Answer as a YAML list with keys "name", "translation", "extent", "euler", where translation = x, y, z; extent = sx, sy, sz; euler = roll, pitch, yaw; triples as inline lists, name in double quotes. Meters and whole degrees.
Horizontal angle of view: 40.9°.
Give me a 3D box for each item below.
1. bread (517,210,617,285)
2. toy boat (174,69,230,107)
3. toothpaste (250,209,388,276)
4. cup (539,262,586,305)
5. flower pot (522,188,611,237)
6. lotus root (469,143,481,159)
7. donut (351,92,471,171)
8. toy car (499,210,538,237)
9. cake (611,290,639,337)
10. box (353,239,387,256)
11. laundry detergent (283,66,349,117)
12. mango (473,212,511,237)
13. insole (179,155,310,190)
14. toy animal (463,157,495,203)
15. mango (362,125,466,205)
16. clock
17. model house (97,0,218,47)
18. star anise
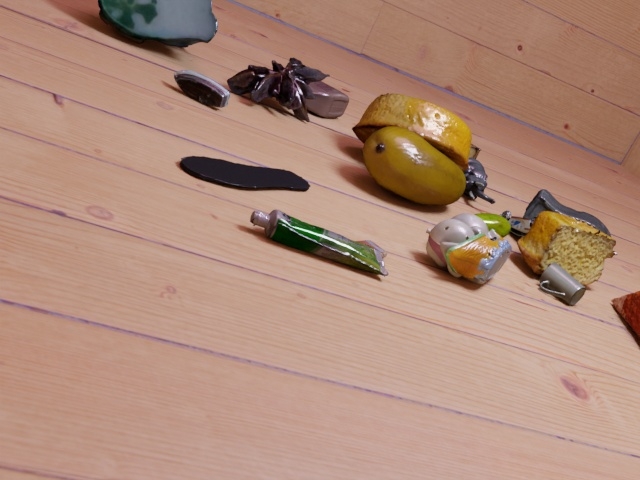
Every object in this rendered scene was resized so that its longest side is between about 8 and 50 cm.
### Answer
- name: "bread"
  translation: [0.535, 0.009, 1.903]
  extent: [0.229, 0.143, 0.139]
  euler: [14, 23, -36]
- name: "toy boat"
  translation: [-0.268, -0.349, 1.943]
  extent: [0.140, 0.059, 0.066]
  euler: [25, 32, 1]
- name: "toothpaste"
  translation: [0.000, 0.000, 1.410]
  extent: [0.248, 0.047, 0.078]
  euler: [20, 27, -21]
- name: "cup"
  translation: [0.498, 0.091, 1.781]
  extent: [0.075, 0.054, 0.083]
  euler: [5, 30, -47]
- name: "flower pot"
  translation: [0.626, -0.032, 2.182]
  extent: [0.229, 0.103, 0.108]
  euler: [31, 20, 12]
- name: "lotus root"
  translation: [0.348, -0.301, 2.573]
  extent: [0.261, 0.074, 0.170]
  euler: [24, 19, -2]
- name: "donut"
  translation: [0.234, -0.267, 2.121]
  extent: [0.303, 0.110, 0.303]
  euler: [20, -8, 3]
- name: "toy car"
  translation: [0.507, -0.029, 2.070]
  extent: [0.095, 0.056, 0.205]
  euler: [18, -1, -26]
- name: "cake"
  translation: [0.730, 0.138, 1.793]
  extent: [0.158, 0.159, 0.262]
  euler: [20, 19, -8]
- name: "box"
  translation: [0.079, 0.016, 1.513]
  extent: [0.046, 0.012, 0.083]
  euler: [36, 23, 30]
- name: "laundry detergent"
  translation: [-0.053, -0.422, 2.377]
  extent: [0.237, 0.076, 0.171]
  euler: [34, 21, 22]
- name: "mango"
  translation: [0.381, -0.034, 1.953]
  extent: [0.108, 0.056, 0.073]
  euler: [10, 19, -32]
- name: "insole"
  translation: [-0.133, -0.122, 1.603]
  extent: [0.110, 0.012, 0.309]
  euler: [37, 22, 32]
- name: "toy animal"
  translation: [0.375, -0.166, 2.243]
  extent: [0.137, 0.082, 0.269]
  euler: [23, 19, -7]
- name: "mango"
  translation: [0.225, -0.158, 1.950]
  extent: [0.332, 0.142, 0.195]
  euler: [19, 21, -41]
- name: "clock"
  translation: [0.280, 0.010, 1.646]
  extent: [0.144, 0.103, 0.231]
  euler: [31, 18, 18]
- name: "model house"
  translation: [-0.433, -0.619, 2.263]
  extent: [0.295, 0.251, 0.329]
  euler: [-3, 3, -12]
- name: "star anise"
  translation: [-0.106, -0.396, 2.189]
  extent: [0.212, 0.129, 0.283]
  euler: [23, 27, 9]
